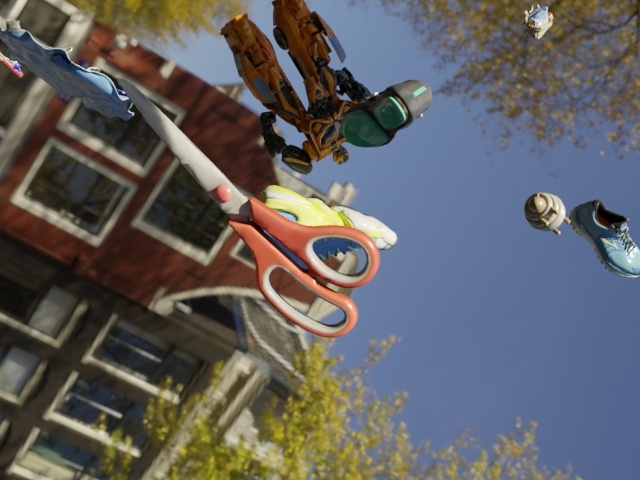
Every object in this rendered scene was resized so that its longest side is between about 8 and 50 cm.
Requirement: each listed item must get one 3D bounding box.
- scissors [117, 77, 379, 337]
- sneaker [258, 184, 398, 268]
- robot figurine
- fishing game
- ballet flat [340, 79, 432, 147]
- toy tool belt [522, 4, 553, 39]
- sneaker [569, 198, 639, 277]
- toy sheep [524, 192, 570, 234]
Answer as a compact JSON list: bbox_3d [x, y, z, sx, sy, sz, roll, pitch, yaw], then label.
[{"bbox_3d":[-0.080,-0.023,0.797,0.109,0.297,0.021,-56,-177,20],"label":"scissors"},{"bbox_3d":[0.000,0.000,1.432,0.091,0.240,0.126,-122,-128,-73],"label":"sneaker"},{"bbox_3d":[-0.029,-0.254,1.458,0.211,0.291,0.085,-34,-172,-19],"label":"robot figurine"},{"bbox_3d":[-0.300,-0.204,1.052,0.264,0.189,0.041,22,-102,23],"label":"fishing game"},{"bbox_3d":[0.092,-0.173,1.195,0.074,0.074,0.203,-65,-165,-13],"label":"ballet flat"},{"bbox_3d":[0.397,-0.407,1.619,0.052,0.051,0.083,7,-135,43],"label":"toy tool belt"},{"bbox_3d":[0.494,-0.004,1.490,0.063,0.162,0.073,-46,180,-36],"label":"sneaker"},{"bbox_3d":[0.486,-0.058,1.912,0.091,0.132,0.091,-17,-122,30],"label":"toy sheep"}]
